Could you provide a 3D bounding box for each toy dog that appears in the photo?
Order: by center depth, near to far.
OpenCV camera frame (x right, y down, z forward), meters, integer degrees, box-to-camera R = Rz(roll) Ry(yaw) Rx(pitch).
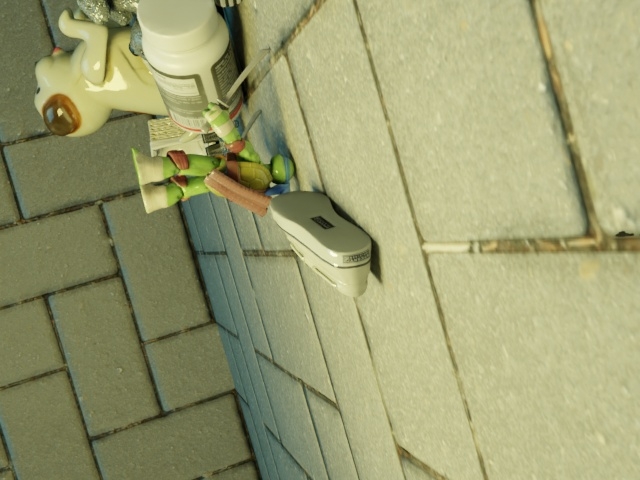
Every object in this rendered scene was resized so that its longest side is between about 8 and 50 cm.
[{"bbox_3d":[-0.502,-0.401,1.847,0.284,0.408,0.395,-112,2,-58],"label":"toy dog"}]

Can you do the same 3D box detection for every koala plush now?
[{"bbox_3d":[-0.350,-0.458,1.568,0.221,0.203,0.196,61,-170,-11],"label":"koala plush"}]

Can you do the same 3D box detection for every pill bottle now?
[{"bbox_3d":[-0.243,-0.343,1.419,0.283,0.161,0.161,84,164,-64],"label":"pill bottle"}]

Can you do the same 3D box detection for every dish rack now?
[{"bbox_3d":[-0.218,-0.224,1.719,0.271,0.074,0.208,-161,54,-70],"label":"dish rack"}]

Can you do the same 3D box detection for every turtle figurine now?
[{"bbox_3d":[-0.195,-0.163,1.324,0.198,0.266,0.274,-172,70,-76],"label":"turtle figurine"}]

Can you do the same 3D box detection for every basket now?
[{"bbox_3d":[-0.410,-0.292,2.157,0.113,0.167,0.103,107,149,-64],"label":"basket"}]

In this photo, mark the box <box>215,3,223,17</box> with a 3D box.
[{"bbox_3d":[-0.258,-0.503,1.588,0.220,0.051,0.175,-137,34,-63],"label":"box"}]

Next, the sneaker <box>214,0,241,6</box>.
[{"bbox_3d":[-0.177,-0.504,1.241,0.223,0.083,0.098,90,163,-50],"label":"sneaker"}]

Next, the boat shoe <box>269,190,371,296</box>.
[{"bbox_3d":[0.000,0.000,1.130,0.267,0.096,0.088,37,137,53],"label":"boat shoe"}]
